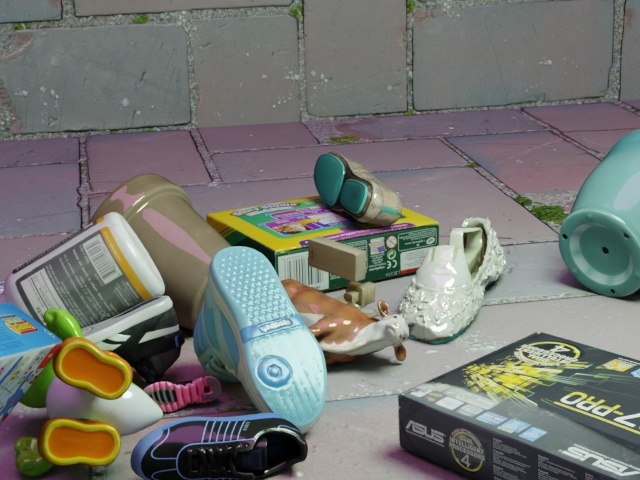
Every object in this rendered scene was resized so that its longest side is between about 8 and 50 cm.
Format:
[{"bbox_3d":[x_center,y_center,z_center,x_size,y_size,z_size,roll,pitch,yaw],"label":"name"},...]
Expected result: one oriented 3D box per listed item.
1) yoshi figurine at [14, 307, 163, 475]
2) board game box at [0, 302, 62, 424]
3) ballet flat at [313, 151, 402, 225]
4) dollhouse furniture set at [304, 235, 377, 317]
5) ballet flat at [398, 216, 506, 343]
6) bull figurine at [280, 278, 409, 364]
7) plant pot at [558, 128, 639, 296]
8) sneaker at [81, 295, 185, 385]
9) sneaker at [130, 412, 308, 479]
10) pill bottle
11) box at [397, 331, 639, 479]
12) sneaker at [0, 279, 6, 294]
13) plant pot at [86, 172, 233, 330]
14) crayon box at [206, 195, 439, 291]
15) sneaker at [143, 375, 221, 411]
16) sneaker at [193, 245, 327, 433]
[{"bbox_3d":[-0.356,0.202,1.726,0.203,0.203,0.362,-31,5,-11],"label":"yoshi figurine"},{"bbox_3d":[-0.442,0.216,1.408,0.086,0.302,0.308,37,0,1],"label":"board game box"},{"bbox_3d":[0.076,-0.093,2.483,0.106,0.108,0.316,15,15,-22],"label":"ballet flat"},{"bbox_3d":[0.052,0.065,2.211,0.144,0.151,0.123,18,26,42],"label":"dollhouse furniture set"},{"bbox_3d":[0.234,0.053,2.266,0.147,0.147,0.409,5,19,20],"label":"ballet flat"},{"bbox_3d":[-0.004,0.143,2.048,0.188,0.101,0.310,-18,24,-38],"label":"bull figurine"},{"bbox_3d":[0.580,-0.033,2.336,0.271,0.272,0.255,14,38,41],"label":"plant pot"},{"bbox_3d":[-0.310,0.181,1.947,0.217,0.121,0.079,-24,11,-16],"label":"sneaker"},{"bbox_3d":[-0.129,0.278,1.661,0.232,0.081,0.090,-9,14,-24],"label":"sneaker"},{"bbox_3d":[-0.404,0.088,2.021,0.278,0.162,0.162,-32,21,-1],"label":"pill bottle"},{"bbox_3d":[0.350,0.249,1.689,0.318,0.097,0.395,-20,24,-38],"label":"box"},{"bbox_3d":[-0.591,0.106,2.251,0.211,0.080,0.081,-10,16,-21],"label":"sneaker"},{"bbox_3d":[-0.261,0.048,2.205,0.229,0.263,0.263,30,30,24],"label":"plant pot"},{"bbox_3d":[0.000,0.000,2.499,0.363,0.106,0.313,-10,18,-27],"label":"crayon box"},{"bbox_3d":[-0.212,0.230,1.900,0.119,0.047,0.057,-4,-2,-15],"label":"sneaker"},{"bbox_3d":[-0.096,0.188,1.903,0.127,0.208,0.319,-6,54,-24],"label":"sneaker"}]
